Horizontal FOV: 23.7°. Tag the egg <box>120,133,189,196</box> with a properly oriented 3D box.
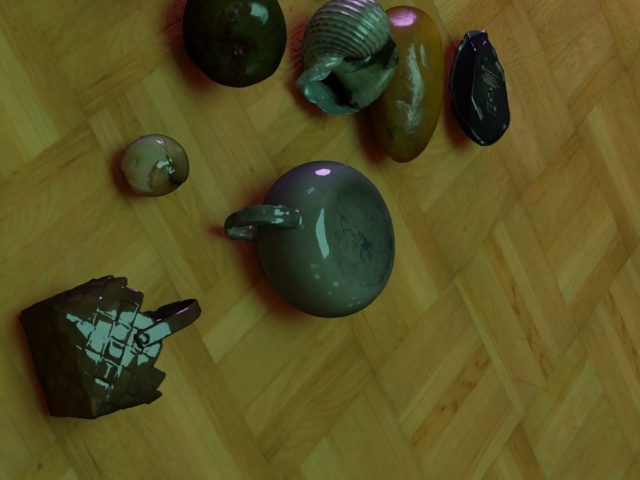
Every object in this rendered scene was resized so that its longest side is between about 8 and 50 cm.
[{"bbox_3d":[-0.182,-0.084,1.700,0.083,0.071,0.071,0,79,-70],"label":"egg"}]

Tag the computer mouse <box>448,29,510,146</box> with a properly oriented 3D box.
[{"bbox_3d":[0.232,-0.221,2.267,0.106,0.062,0.192,28,53,-43],"label":"computer mouse"}]

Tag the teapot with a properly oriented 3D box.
[{"bbox_3d":[0.000,0.000,1.864,0.294,0.129,0.193,16,68,-47],"label":"teapot"}]

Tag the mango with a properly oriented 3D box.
[{"bbox_3d":[0.111,-0.215,2.076,0.147,0.109,0.227,53,38,-63],"label":"mango"}]

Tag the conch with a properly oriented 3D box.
[{"bbox_3d":[0.034,-0.244,1.985,0.135,0.153,0.102,42,8,-23],"label":"conch"}]

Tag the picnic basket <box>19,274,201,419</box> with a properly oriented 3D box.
[{"bbox_3d":[-0.203,0.102,1.571,0.178,0.128,0.137,-23,100,-42],"label":"picnic basket"}]

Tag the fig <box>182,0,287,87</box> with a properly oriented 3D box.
[{"bbox_3d":[-0.115,-0.262,1.827,0.127,0.185,0.133,-39,123,-8],"label":"fig"}]
